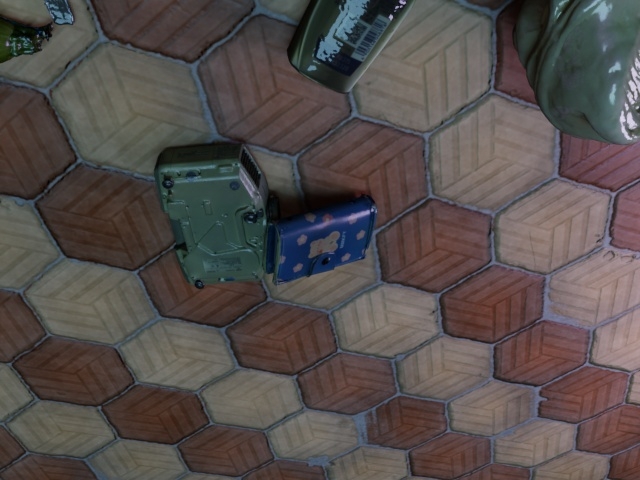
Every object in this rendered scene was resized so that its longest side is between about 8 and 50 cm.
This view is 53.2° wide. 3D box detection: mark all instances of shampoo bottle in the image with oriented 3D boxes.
[{"bbox_3d":[0.085,-0.367,0.860,0.126,0.084,0.350,20,124,-25],"label":"shampoo bottle"}]

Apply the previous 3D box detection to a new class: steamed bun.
[{"bbox_3d":[0.375,-0.274,0.888,0.268,0.207,0.280,-23,119,-38],"label":"steamed bun"}]

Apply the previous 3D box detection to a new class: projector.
[{"bbox_3d":[-0.167,-0.034,1.107,0.194,0.088,0.269,-5,130,1],"label":"projector"}]

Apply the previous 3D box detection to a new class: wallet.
[{"bbox_3d":[0.001,0.000,1.124,0.202,0.059,0.141,-17,138,-29],"label":"wallet"}]

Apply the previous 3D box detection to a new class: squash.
[{"bbox_3d":[-0.536,-0.270,0.870,0.332,0.087,0.087,-3,130,-7],"label":"squash"}]

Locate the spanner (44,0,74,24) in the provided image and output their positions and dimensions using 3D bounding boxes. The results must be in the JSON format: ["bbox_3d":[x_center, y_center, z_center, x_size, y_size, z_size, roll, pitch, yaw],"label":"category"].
[{"bbox_3d":[-0.380,-0.426,0.797,0.093,0.026,0.325,-10,132,1],"label":"spanner"}]
